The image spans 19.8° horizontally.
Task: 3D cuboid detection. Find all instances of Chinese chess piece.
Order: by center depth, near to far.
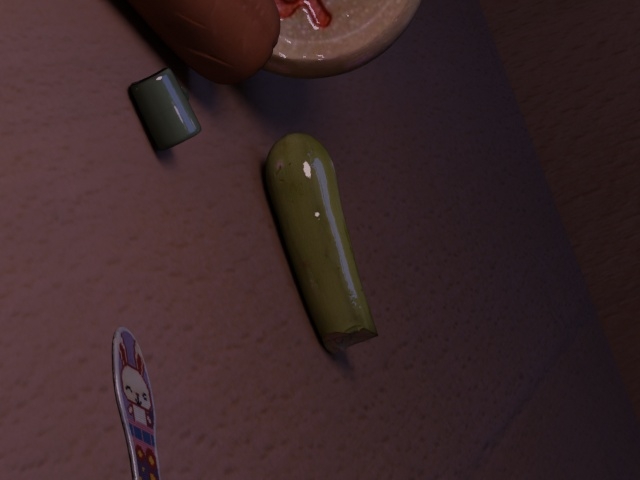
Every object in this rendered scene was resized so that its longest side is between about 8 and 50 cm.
[{"bbox_3d":[-0.013,-0.314,2.027,0.112,0.270,0.270,-151,-140,-88],"label":"Chinese chess piece"}]

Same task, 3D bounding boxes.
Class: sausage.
[{"bbox_3d":[-0.148,-0.277,1.820,0.304,0.121,0.121,47,28,-49],"label":"sausage"}]

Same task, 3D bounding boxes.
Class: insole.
[{"bbox_3d":[-0.149,0.159,1.513,0.065,0.004,0.197,42,31,-57],"label":"insole"}]

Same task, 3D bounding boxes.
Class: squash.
[{"bbox_3d":[0.000,0.000,2.033,0.083,0.083,0.250,-8,80,-73],"label":"squash"}]

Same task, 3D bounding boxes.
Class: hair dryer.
[{"bbox_3d":[-0.144,-0.139,1.815,0.150,0.047,0.071,-65,131,-75],"label":"hair dryer"}]
